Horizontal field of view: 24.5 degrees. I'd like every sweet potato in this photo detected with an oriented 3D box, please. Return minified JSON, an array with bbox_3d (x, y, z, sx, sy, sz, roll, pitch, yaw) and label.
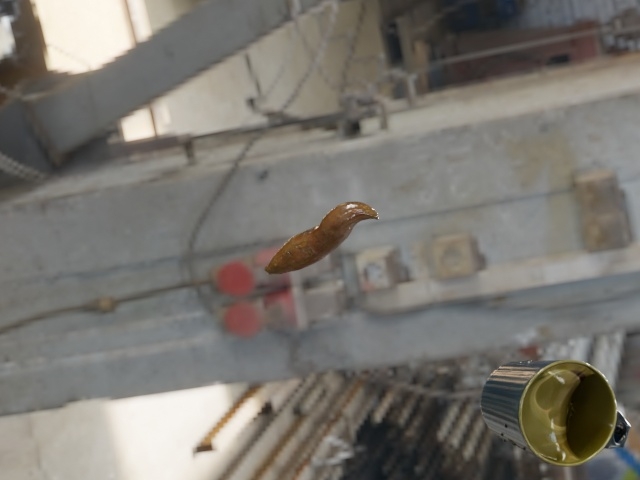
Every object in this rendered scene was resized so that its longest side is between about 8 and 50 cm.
[{"bbox_3d":[-0.002,-0.002,2.192,0.055,0.202,0.058,49,28,-12],"label":"sweet potato"}]

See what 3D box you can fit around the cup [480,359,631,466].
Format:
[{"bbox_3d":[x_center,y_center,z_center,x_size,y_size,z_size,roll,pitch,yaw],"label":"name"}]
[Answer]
[{"bbox_3d":[0.299,0.218,1.872,0.131,0.176,0.155,-69,-164,-6],"label":"cup"}]
